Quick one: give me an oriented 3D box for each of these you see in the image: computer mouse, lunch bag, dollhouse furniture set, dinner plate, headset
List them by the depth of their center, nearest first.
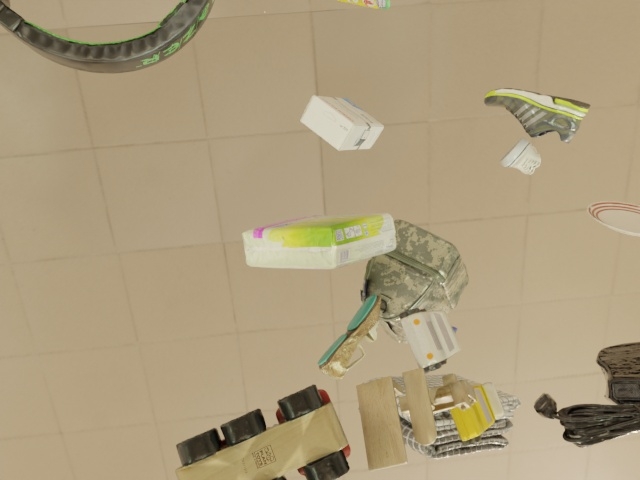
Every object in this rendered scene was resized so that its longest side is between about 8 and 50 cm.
[{"bbox_3d":[-0.284,-0.346,0.579,0.394,0.185,0.243,43,83,-11],"label":"headset"},{"bbox_3d":[0.345,0.184,0.660,0.184,0.262,0.060,-13,90,16],"label":"computer mouse"},{"bbox_3d":[0.158,0.279,0.851,0.144,0.123,0.151,-21,143,20],"label":"dollhouse furniture set"},{"bbox_3d":[0.509,-0.032,0.923,0.141,0.141,0.017,0,114,-6],"label":"dinner plate"},{"bbox_3d":[0.233,0.126,1.480,0.213,0.305,0.256,26,77,27],"label":"lunch bag"}]

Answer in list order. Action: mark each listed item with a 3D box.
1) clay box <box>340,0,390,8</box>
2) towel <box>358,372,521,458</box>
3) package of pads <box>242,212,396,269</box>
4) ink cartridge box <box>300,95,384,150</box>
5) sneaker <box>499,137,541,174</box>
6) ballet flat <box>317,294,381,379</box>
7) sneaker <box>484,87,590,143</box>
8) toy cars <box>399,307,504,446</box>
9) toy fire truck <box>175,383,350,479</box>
[{"bbox_3d":[0.057,-0.605,1.298,0.222,0.127,0.053,16,81,12],"label":"clay box"},{"bbox_3d":[0.262,0.384,1.264,0.284,0.235,0.121,4,91,-30],"label":"towel"},{"bbox_3d":[0.000,0.000,1.318,0.229,0.297,0.101,-14,100,-46],"label":"package of pads"},{"bbox_3d":[0.059,-0.306,1.472,0.140,0.191,0.082,41,118,17],"label":"ink cartridge box"},{"bbox_3d":[0.596,-0.240,1.646,0.091,0.258,0.094,47,121,12],"label":"sneaker"},{"bbox_3d":[0.077,0.209,1.197,0.067,0.073,0.206,43,72,-6],"label":"ballet flat"},{"bbox_3d":[0.590,-0.357,1.595,0.111,0.300,0.121,-7,115,-43],"label":"sneaker"},{"bbox_3d":[0.238,0.227,0.976,0.087,0.176,0.393,-24,124,13],"label":"toy cars"},{"bbox_3d":[-0.066,0.316,0.811,0.217,0.246,0.158,-23,78,-5],"label":"toy fire truck"}]
